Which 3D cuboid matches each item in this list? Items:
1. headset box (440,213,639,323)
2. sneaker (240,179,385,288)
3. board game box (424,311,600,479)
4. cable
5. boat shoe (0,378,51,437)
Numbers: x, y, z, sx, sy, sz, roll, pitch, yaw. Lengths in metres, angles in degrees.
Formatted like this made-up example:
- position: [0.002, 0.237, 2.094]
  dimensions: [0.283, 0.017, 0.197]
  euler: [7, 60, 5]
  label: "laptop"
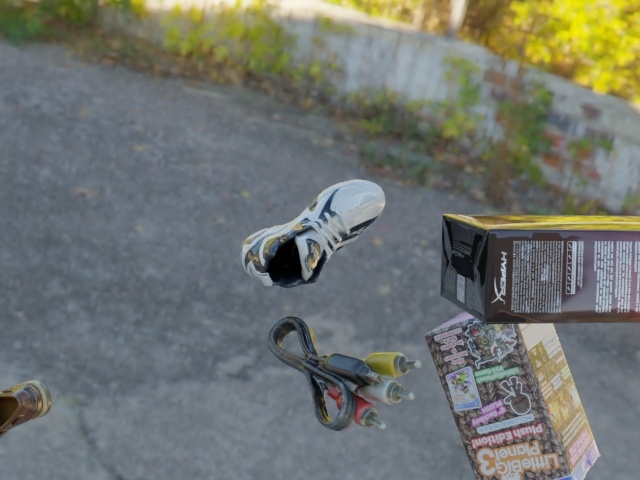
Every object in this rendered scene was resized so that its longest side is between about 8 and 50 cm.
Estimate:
- position: [0.308, 0.030, 1.498]
  dimensions: [0.293, 0.110, 0.218]
  euler: [1, 6, -7]
  label: "headset box"
- position: [0.000, 0.000, 1.840]
  dimensions: [0.235, 0.094, 0.153]
  euler: [-22, 21, -4]
  label: "sneaker"
- position: [0.302, 0.242, 1.966]
  dimensions: [0.141, 0.291, 0.232]
  euler: [-20, -3, 22]
  label: "board game box"
- position: [0.011, 0.190, 1.749]
  dimensions: [0.072, 0.139, 0.287]
  euler: [44, -18, -31]
  label: "cable"
- position: [-0.441, 0.234, 1.693]
  dimensions: [0.060, 0.178, 0.064]
  euler: [-7, 73, -62]
  label: "boat shoe"
